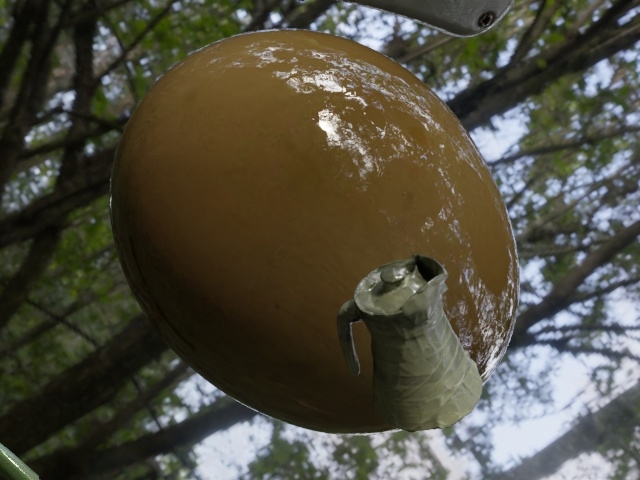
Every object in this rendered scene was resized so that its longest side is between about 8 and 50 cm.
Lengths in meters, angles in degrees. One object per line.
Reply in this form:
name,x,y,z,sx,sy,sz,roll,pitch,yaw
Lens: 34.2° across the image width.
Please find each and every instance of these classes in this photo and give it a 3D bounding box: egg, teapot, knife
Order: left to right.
knife,-0.344,0.146,0.938,0.293,0.020,0.043,37,-34,9
egg,0.000,0.000,0.867,0.374,0.301,0.301,51,-15,-23
teapot,0.041,0.047,0.512,0.067,0.057,0.083,-4,-57,17

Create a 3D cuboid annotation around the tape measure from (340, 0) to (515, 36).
tape measure,0.116,-0.333,1.069,0.265,0.258,0.130,-59,-137,27
